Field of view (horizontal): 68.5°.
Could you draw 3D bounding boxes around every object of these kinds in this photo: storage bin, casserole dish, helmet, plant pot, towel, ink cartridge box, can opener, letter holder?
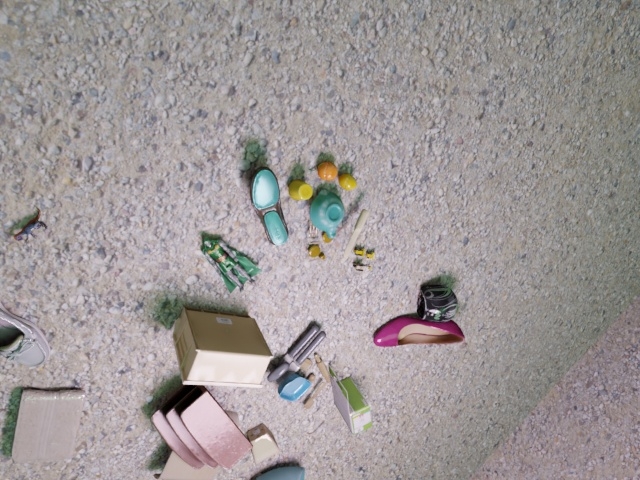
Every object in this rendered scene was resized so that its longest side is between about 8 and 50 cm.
[{"bbox_3d":[-0.326,0.342,1.540,0.262,0.260,0.123,13,109,-31],"label":"storage bin"},{"bbox_3d":[-0.105,0.574,1.844,0.114,0.037,0.188,-44,148,-4],"label":"casserole dish"},{"bbox_3d":[0.498,0.267,1.983,0.161,0.169,0.170,-2,116,-7],"label":"helmet"},{"bbox_3d":[-0.244,0.821,1.923,0.109,0.109,0.096,-24,111,-14],"label":"plant pot"},{"bbox_3d":[-0.883,0.600,1.526,0.187,0.049,0.282,10,109,-31],"label":"towel"},{"bbox_3d":[0.123,0.645,1.959,0.097,0.189,0.255,-18,121,-16],"label":"ink cartridge box"},{"bbox_3d":[-0.088,0.448,1.813,0.074,0.093,0.280,42,90,4],"label":"can opener"},{"bbox_3d":[-0.424,0.680,1.661,0.214,0.152,0.302,-40,114,-23],"label":"letter holder"},{"bbox_3d":[-0.193,1.110,2.014,0.195,0.290,0.290,9,115,9],"label":"plant pot"}]

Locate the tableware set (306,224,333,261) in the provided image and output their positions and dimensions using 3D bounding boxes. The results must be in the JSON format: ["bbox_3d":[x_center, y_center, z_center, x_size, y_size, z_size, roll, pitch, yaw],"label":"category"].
[{"bbox_3d":[0.000,0.000,1.677,0.104,0.024,0.154,-11,118,-25],"label":"tableware set"}]

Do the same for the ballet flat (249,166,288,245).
[{"bbox_3d":[-0.171,-0.112,1.488,0.095,0.096,0.281,-17,122,-13],"label":"ballet flat"}]

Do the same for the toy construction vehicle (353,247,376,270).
[{"bbox_3d":[0.160,0.071,1.788,0.098,0.035,0.086,5,101,-31],"label":"toy construction vehicle"}]

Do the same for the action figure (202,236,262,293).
[{"bbox_3d":[-0.308,0.072,1.538,0.137,0.063,0.232,-38,122,-1],"label":"action figure"}]

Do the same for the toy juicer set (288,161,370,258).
[{"bbox_3d":[0.051,-0.122,1.608,0.209,0.089,0.329,-46,118,-14],"label":"toy juicer set"}]

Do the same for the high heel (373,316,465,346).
[{"bbox_3d":[0.419,0.404,1.989,0.377,0.181,0.127,-16,121,-19],"label":"high heel"}]

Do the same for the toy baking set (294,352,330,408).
[{"bbox_3d":[-0.056,0.576,1.937,0.196,0.030,0.256,-30,118,-3],"label":"toy baking set"}]

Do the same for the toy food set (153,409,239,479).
[{"bbox_3d":[-0.475,0.787,1.808,0.219,0.092,0.306,23,94,-33],"label":"toy food set"}]

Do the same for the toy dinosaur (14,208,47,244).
[{"bbox_3d":[-0.788,-0.030,1.272,0.082,0.047,0.090,-13,87,-10],"label":"toy dinosaur"}]

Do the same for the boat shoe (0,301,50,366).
[{"bbox_3d":[-0.890,0.257,1.313,0.118,0.103,0.320,-30,124,-10],"label":"boat shoe"}]
